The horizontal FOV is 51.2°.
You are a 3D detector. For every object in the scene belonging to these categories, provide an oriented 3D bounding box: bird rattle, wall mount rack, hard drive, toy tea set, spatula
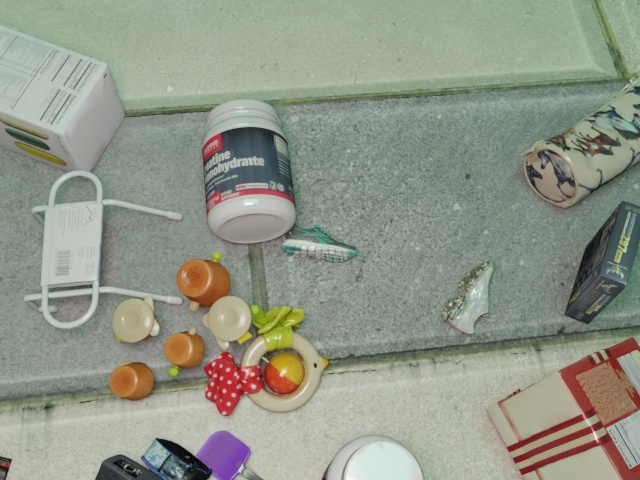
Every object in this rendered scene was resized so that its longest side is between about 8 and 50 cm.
[{"bbox_3d":[-0.100,0.252,1.326,0.207,0.143,0.253,37,71,-5],"label":"bird rattle"},{"bbox_3d":[-0.452,0.027,1.402,0.304,0.130,0.350,-5,67,-2],"label":"wall mount rack"},{"bbox_3d":[-0.293,0.497,1.185,0.254,0.172,0.054,34,33,9],"label":"hard drive"},{"bbox_3d":[-0.285,0.176,1.329,0.336,0.124,0.200,-32,75,2],"label":"toy tea set"},{"bbox_3d":[-0.105,0.470,1.275,0.296,0.030,0.084,33,70,10],"label":"spatula"}]

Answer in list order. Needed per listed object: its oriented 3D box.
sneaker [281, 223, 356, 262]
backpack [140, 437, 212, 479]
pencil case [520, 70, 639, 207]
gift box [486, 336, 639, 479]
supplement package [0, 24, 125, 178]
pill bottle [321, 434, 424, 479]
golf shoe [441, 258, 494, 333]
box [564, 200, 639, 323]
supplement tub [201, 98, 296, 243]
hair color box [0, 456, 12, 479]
[{"bbox_3d":[0.000,0.000,1.475,0.166,0.065,0.076,10,62,-1],"label":"sneaker"},{"bbox_3d":[-0.278,0.426,1.244,0.114,0.105,0.084,30,74,21],"label":"backpack"},{"bbox_3d":[0.668,-0.239,1.569,0.410,0.160,0.183,-31,80,-16],"label":"pencil case"},{"bbox_3d":[0.511,0.357,1.252,0.276,0.258,0.255,-8,64,-29],"label":"gift box"},{"bbox_3d":[-0.615,-0.304,1.489,0.262,0.199,0.198,20,67,5],"label":"supplement package"},{"bbox_3d":[0.088,0.431,1.157,0.169,0.301,0.169,1,66,-3],"label":"pill bottle"},{"bbox_3d":[0.337,0.124,1.451,0.086,0.069,0.176,41,72,-8],"label":"golf shoe"},{"bbox_3d":[0.593,0.052,1.396,0.059,0.233,0.183,22,66,13],"label":"box"},{"bbox_3d":[-0.159,-0.147,1.456,0.191,0.191,0.272,-6,67,-6],"label":"supplement tub"},{"bbox_3d":[-0.618,0.466,1.220,0.043,0.072,0.141,9,67,0],"label":"hair color box"}]
